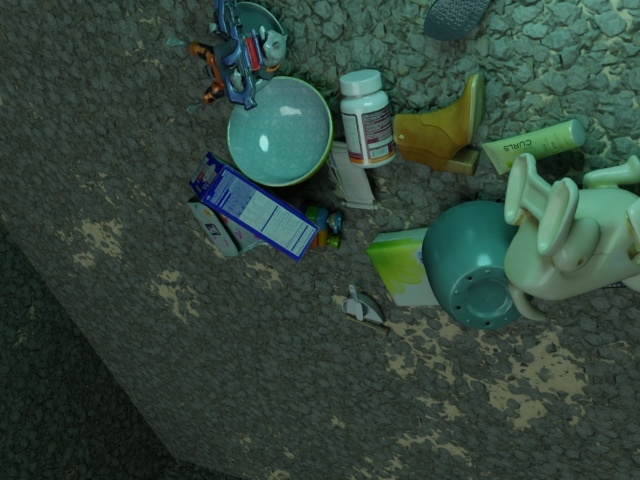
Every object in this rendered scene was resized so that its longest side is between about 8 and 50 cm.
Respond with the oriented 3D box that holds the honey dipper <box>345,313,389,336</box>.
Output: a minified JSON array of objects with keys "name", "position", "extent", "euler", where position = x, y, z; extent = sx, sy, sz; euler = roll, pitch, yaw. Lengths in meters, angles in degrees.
[{"name":"honey dipper","position":[0.157,0.284,2.388],"extent":[0.160,0.030,0.031],"euler":[21,139,23]}]

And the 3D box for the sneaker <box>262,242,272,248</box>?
[{"name":"sneaker","position":[-0.174,0.013,2.354],"extent":[0.083,0.032,0.037],"euler":[2,130,36]}]

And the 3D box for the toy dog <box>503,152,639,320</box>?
[{"name":"toy dog","position":[0.631,0.013,1.521],"extent":[0.407,0.284,0.396],"euler":[5,102,-10]}]

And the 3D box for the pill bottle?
[{"name":"pill bottle","position":[0.114,-0.301,1.743],"extent":[0.121,0.121,0.221],"euler":[7,122,31]}]

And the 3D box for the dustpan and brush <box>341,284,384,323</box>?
[{"name":"dustpan and brush","position":[0.125,0.204,2.302],"extent":[0.147,0.060,0.211],"euler":[13,136,26]}]

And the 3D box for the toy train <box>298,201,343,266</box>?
[{"name":"toy train","position":[0.000,0.000,2.171],"extent":[0.143,0.105,0.248],"euler":[8,135,12]}]

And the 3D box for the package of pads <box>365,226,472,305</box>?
[{"name":"package of pads","position":[0.307,0.079,2.012],"extent":[0.296,0.101,0.229],"euler":[-6,124,41]}]

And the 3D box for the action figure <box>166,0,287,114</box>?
[{"name":"action figure","position":[-0.230,-0.494,1.798],"extent":[0.330,0.178,0.342],"euler":[-3,98,31]}]

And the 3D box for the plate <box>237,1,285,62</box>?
[{"name":"plate","position":[-0.165,-0.528,1.812],"extent":[0.188,0.024,0.188],"euler":[21,140,19]}]

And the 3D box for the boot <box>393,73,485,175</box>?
[{"name":"boot","position":[0.274,-0.281,1.673],"extent":[0.211,0.104,0.295],"euler":[18,142,21]}]

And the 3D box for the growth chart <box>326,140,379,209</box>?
[{"name":"growth chart","position":[0.081,-0.180,1.958],"extent":[0.172,0.021,0.237],"euler":[19,140,42]}]

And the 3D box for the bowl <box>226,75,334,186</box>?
[{"name":"bowl","position":[-0.087,-0.276,1.877],"extent":[0.289,0.290,0.156],"euler":[22,-178,17]}]

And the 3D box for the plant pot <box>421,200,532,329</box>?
[{"name":"plant pot","position":[0.402,0.081,1.751],"extent":[0.292,0.235,0.293],"euler":[2,119,5]}]

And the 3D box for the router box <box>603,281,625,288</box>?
[{"name":"router box","position":[0.722,0.073,1.748],"extent":[0.122,0.038,0.092],"euler":[-9,122,42]}]

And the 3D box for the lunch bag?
[{"name":"lunch bag","position":[-0.263,-0.082,2.180],"extent":[0.262,0.160,0.223],"euler":[-23,114,23]}]

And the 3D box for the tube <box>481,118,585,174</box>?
[{"name":"tube","position":[0.488,-0.214,1.621],"extent":[0.240,0.062,0.070],"euler":[-13,76,50]}]

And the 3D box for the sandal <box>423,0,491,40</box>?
[{"name":"sandal","position":[0.317,-0.513,1.459],"extent":[0.097,0.054,0.254],"euler":[37,132,-12]}]

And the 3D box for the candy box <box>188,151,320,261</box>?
[{"name":"candy box","position":[-0.185,-0.097,1.930],"extent":[0.317,0.122,0.268],"euler":[34,-177,-23]}]
